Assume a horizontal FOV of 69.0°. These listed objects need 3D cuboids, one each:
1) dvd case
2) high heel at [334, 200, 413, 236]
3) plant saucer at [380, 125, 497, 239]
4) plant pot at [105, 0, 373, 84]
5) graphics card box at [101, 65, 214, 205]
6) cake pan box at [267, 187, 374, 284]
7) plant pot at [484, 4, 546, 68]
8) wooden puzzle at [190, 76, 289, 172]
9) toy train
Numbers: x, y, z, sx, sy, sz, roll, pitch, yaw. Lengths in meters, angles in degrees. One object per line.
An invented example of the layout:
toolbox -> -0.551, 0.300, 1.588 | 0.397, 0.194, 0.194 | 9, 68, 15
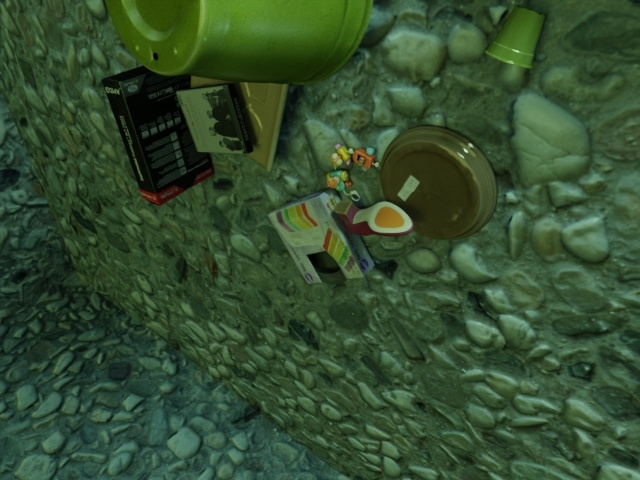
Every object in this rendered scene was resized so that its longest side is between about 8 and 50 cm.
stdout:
dvd case -> -0.286, -0.322, 1.248 | 0.239, 0.029, 0.179 | 13, 127, 42
high heel -> 0.143, -0.033, 1.131 | 0.244, 0.082, 0.117 | 11, 156, 46
plant saucer -> 0.245, -0.114, 1.025 | 0.278, 0.041, 0.278 | 25, 136, 27
plant pot -> -0.155, -0.430, 0.800 | 0.366, 0.353, 0.366 | 19, 125, 30
graphics card box -> -0.459, -0.319, 1.367 | 0.094, 0.233, 0.371 | 21, 134, 31
cake pan box -> 0.000, 0.000, 1.325 | 0.246, 0.070, 0.267 | -10, 114, 49
plant pot -> 0.322, -0.332, 0.754 | 0.083, 0.083, 0.079 | 32, 126, 20
wooden puzzle -> -0.205, -0.393, 1.199 | 0.348, 0.080, 0.322 | 40, 140, 18
toy train -> 0.068, -0.167, 1.141 | 0.125, 0.046, 0.166 | 36, 139, 16
